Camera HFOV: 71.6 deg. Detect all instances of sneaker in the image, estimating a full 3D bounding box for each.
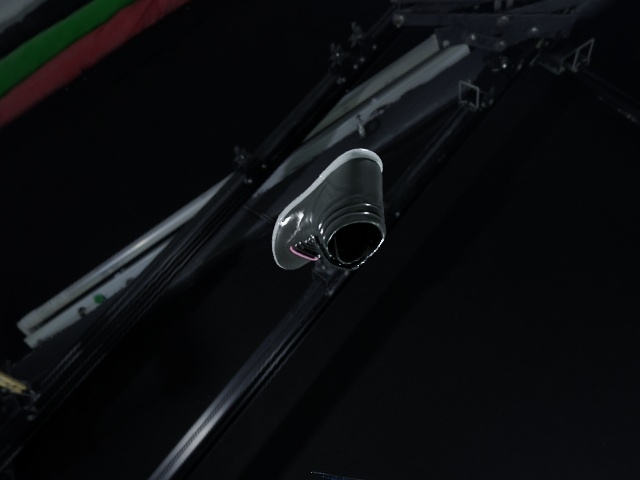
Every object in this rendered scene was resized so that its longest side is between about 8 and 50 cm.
[{"bbox_3d":[0.000,0.000,0.717,0.296,0.105,0.147,-47,-147,41],"label":"sneaker"}]

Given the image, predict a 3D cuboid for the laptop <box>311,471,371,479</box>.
[{"bbox_3d":[0.236,0.557,0.746,0.382,0.236,0.408,-13,-93,36],"label":"laptop"}]
